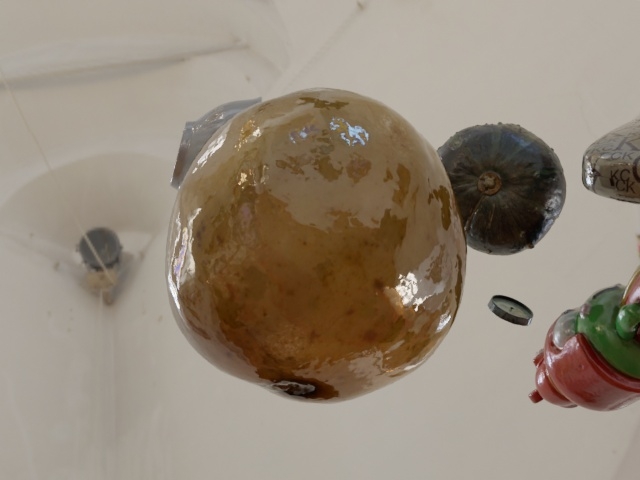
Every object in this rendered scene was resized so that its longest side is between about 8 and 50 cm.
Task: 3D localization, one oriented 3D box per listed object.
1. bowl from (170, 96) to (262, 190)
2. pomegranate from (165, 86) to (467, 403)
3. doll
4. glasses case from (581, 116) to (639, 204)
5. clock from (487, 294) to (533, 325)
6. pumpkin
[{"bbox_3d":[-0.135,-0.096,1.086,0.086,0.189,0.189,15,-55,-9],"label":"bowl"},{"bbox_3d":[-0.006,0.011,0.821,0.307,0.307,0.307,-7,-49,-8],"label":"pomegranate"},{"bbox_3d":[0.411,0.152,1.242,0.182,0.160,0.363,-21,-17,-37],"label":"doll"},{"bbox_3d":[0.424,-0.104,1.035,0.354,0.137,0.085,-22,-62,-48],"label":"glasses case"},{"bbox_3d":[0.343,0.125,1.595,0.085,0.085,0.017,11,-67,-23],"label":"clock"},{"bbox_3d":[0.241,-0.074,1.220,0.190,0.146,0.190,0,-86,2],"label":"pumpkin"}]
